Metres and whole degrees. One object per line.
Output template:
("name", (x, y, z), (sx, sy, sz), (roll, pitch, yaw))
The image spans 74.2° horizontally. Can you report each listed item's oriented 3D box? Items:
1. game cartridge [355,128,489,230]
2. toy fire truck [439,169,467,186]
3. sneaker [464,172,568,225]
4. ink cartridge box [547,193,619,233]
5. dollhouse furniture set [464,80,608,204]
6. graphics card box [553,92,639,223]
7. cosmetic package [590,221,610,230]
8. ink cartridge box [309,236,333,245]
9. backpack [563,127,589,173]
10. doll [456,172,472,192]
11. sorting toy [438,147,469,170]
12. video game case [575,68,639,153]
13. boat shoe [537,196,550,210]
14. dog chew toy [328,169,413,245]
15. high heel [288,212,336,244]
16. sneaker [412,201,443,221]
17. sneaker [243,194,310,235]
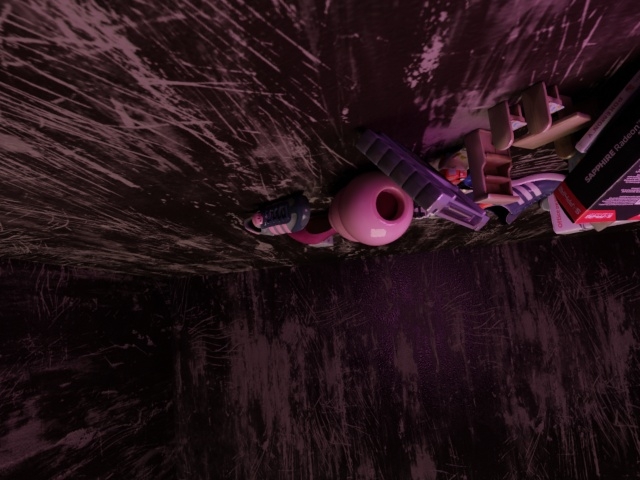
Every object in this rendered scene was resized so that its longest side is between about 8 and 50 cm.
("game cartridge", (0.244, -0.131, 0.956), (0.068, 0.230, 0.355), (-48, 152, 22))
("toy fire truck", (0.326, -0.174, 1.229), (0.136, 0.047, 0.192), (-3, 170, -5))
("sneaker", (0.648, -0.127, 1.387), (0.351, 0.147, 0.131), (-7, 171, 5))
("ink cartridge box", (0.948, -0.128, 1.484), (0.100, 0.171, 0.237), (1, 169, -37))
("dollhouse furniture set", (0.437, -0.184, 0.877), (0.212, 0.160, 0.242), (0, 169, -30))
("graphics card box", (0.627, -0.182, 0.742), (0.233, 0.094, 0.370), (-3, 144, -15))
("cosmetic package", (0.847, -0.144, 1.250), (0.113, 0.160, 0.309), (-37, 158, 11))
("ink cartridge box", (0.000, 0.000, 2.091), (0.089, 0.052, 0.122), (-9, 169, 21))
("backpack", (0.651, -0.175, 0.992), (0.152, 0.181, 0.115), (-12, 168, 40))
("doll", (0.463, -0.179, 1.280), (0.129, 0.046, 0.189), (-4, 170, -3))
("sorting toy", (0.347, -0.209, 1.057), (0.084, 0.044, 0.075), (-1, 162, -24))
("video game case", (0.602, -0.235, 0.789), (0.202, 0.023, 0.183), (0, 135, -29))
("boat shoe", (0.971, -0.155, 1.655), (0.229, 0.080, 0.076), (-10, -172, 9))
("dog chew toy", (0.122, -0.085, 1.235), (0.207, 0.206, 0.332), (-2, 179, -21))
("high heel", (0.023, -0.085, 1.560), (0.378, 0.127, 0.181), (-5, 143, 20))
("sneaker", (0.442, -0.114, 1.593), (0.235, 0.078, 0.106), (-3, 174, 11))
("sneaker", (-0.148, -0.071, 1.386), (0.131, 0.111, 0.319), (-3, 170, -30))
